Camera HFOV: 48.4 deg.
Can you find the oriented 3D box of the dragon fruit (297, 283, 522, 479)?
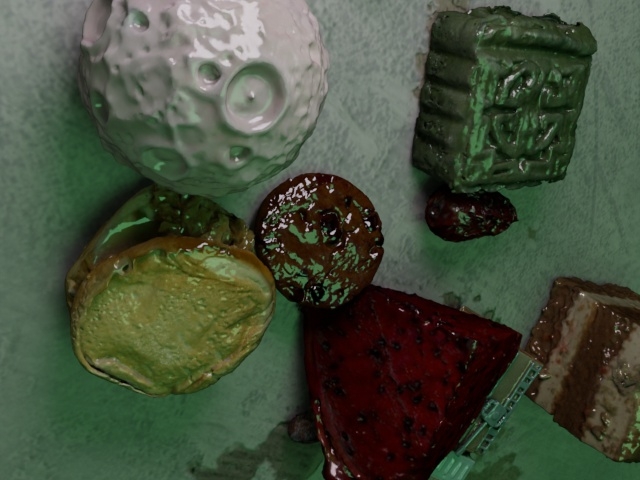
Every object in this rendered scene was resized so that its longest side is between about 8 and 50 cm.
[{"bbox_3d":[0.113,0.232,1.091,0.228,0.286,0.329,-5,111,-60],"label":"dragon fruit"}]

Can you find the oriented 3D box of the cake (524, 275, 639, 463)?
[{"bbox_3d":[0.566,0.239,1.343,0.282,0.290,0.256,9,105,-33],"label":"cake"}]

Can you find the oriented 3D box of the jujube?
[{"bbox_3d":[0.229,-0.043,1.107,0.165,0.104,0.104,6,109,-44],"label":"jujube"}]

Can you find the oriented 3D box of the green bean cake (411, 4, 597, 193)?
[{"bbox_3d":[0.269,-0.205,1.035,0.241,0.132,0.255,-3,114,-28],"label":"green bean cake"}]

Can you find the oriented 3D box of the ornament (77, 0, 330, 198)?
[{"bbox_3d":[-0.115,-0.171,0.733,0.259,0.225,0.260,-15,120,-28],"label":"ornament"}]

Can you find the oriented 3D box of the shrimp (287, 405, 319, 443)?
[{"bbox_3d":[0.034,0.266,1.142,0.190,0.073,0.075,-33,131,-10],"label":"shrimp"}]

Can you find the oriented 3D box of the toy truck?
[{"bbox_3d":[0.230,0.282,1.205,0.136,0.162,0.305,32,93,-30],"label":"toy truck"}]

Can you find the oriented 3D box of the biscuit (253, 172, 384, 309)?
[{"bbox_3d":[0.000,0.000,0.970,0.192,0.049,0.192,0,90,-21],"label":"biscuit"}]

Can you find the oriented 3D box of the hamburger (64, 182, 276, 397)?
[{"bbox_3d":[-0.181,0.062,0.858,0.243,0.146,0.286,-12,125,-22],"label":"hamburger"}]
